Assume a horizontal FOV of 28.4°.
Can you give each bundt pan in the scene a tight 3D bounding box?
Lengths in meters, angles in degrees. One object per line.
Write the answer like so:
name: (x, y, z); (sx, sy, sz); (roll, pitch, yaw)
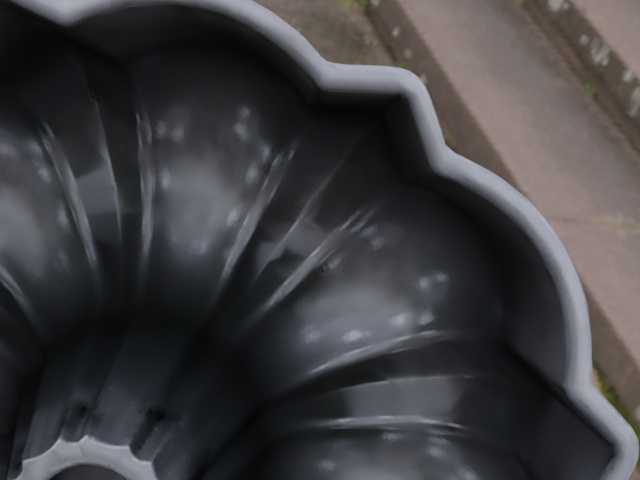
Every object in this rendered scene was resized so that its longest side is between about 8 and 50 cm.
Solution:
bundt pan: (-0.068, 0.075, 0.438); (0.331, 0.330, 0.124); (23, 9, -2)
